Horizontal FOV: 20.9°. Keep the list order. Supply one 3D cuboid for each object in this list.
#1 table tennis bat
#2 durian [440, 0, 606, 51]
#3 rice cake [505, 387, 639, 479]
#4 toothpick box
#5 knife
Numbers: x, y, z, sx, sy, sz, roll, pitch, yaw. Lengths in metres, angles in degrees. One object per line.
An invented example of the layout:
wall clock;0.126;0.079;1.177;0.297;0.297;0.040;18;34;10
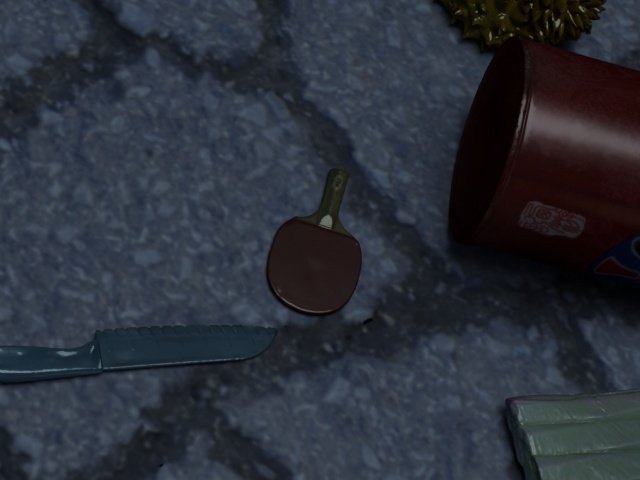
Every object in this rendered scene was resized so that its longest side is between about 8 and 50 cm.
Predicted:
table tennis bat;0.000;0.000;1.623;0.087;0.013;0.156;17;61;-5
durian;0.216;-0.307;1.785;0.183;0.138;0.249;19;65;-17
rice cake;0.280;0.214;1.580;0.198;0.037;0.189;-9;67;-21
toothpick box;0.310;-0.053;1.634;0.333;0.204;0.204;15;60;-8
knife;-0.184;0.097;1.516;0.313;0.019;0.044;-3;61;-20
